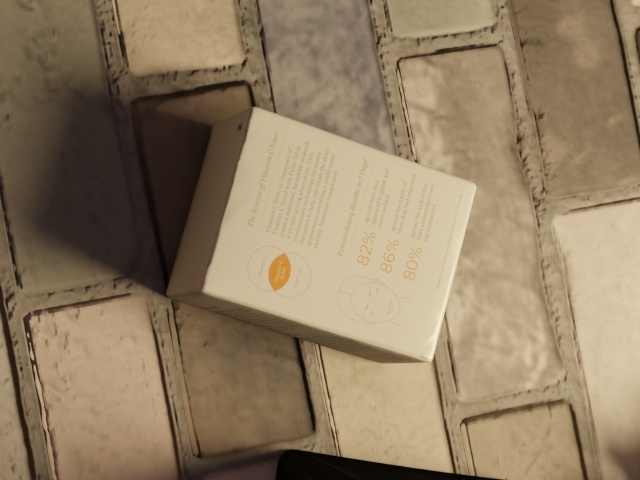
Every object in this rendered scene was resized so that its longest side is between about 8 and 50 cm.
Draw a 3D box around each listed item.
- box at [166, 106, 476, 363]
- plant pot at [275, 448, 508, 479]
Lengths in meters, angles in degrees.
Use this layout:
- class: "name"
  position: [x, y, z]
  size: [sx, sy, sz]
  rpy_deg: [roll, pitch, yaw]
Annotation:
- class: "box"
  position: [0.000, 0.000, 1.185]
  size: [0.170, 0.091, 0.130]
  rpy_deg: [19, 80, -17]
- class: "plant pot"
  position: [0.074, 0.246, 1.151]
  size: [0.188, 0.167, 0.187]
  rpy_deg: [11, 82, -19]
